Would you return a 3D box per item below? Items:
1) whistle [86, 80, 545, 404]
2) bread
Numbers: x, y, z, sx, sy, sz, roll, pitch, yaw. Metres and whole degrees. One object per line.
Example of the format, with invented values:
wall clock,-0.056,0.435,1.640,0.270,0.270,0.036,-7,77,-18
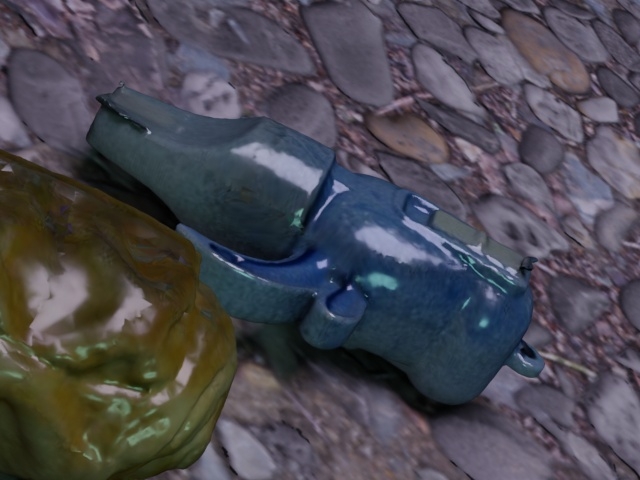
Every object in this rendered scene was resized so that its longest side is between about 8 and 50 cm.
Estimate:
whistle,0.000,0.000,1.003,0.269,0.093,0.180,29,25,-2
bread,-0.159,0.017,0.772,0.268,0.130,0.152,23,25,-21
